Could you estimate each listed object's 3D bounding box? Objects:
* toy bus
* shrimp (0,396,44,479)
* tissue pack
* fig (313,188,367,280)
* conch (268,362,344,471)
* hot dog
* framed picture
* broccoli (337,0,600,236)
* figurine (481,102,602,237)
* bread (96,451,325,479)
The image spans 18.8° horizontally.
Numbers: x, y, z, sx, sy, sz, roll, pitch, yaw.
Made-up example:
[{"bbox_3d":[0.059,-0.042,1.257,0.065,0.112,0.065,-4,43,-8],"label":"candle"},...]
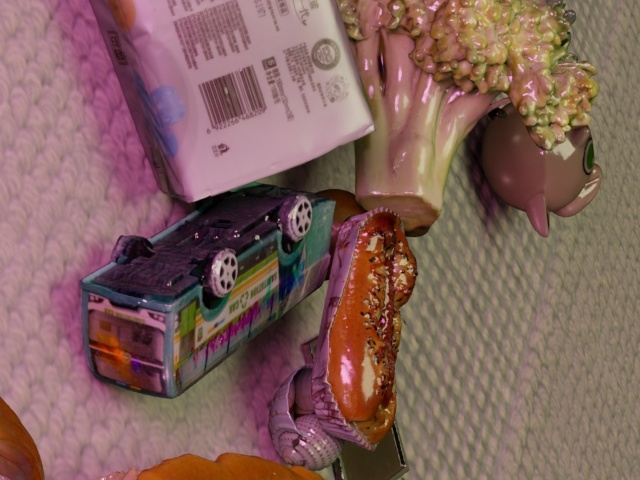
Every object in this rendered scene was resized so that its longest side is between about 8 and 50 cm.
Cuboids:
[{"bbox_3d":[-0.076,0.026,1.401,0.261,0.091,0.109,-34,133,-56],"label":"toy bus"},{"bbox_3d":[-0.218,0.131,1.089,0.150,0.068,0.249,39,14,-20],"label":"shrimp"},{"bbox_3d":[-0.081,-0.164,1.421,0.159,0.145,0.229,-23,104,-15],"label":"tissue pack"},{"bbox_3d":[0.000,0.000,1.568,0.088,0.074,0.074,-33,112,-28],"label":"fig"},{"bbox_3d":[-0.013,0.140,1.515,0.076,0.056,0.085,53,31,-17],"label":"conch"},{"bbox_3d":[0.037,0.066,1.494,0.108,0.059,0.191,45,47,-58],"label":"hot dog"},{"bbox_3d":[0.031,0.143,1.632,0.109,0.011,0.149,-25,102,-59],"label":"framed picture"},{"bbox_3d":[0.088,-0.120,1.598,0.263,0.247,0.243,18,64,-15],"label":"broccoli"},{"bbox_3d":[0.220,-0.084,1.915,0.125,0.125,0.138,-33,125,-58],"label":"figurine"},{"bbox_3d":[-0.078,0.232,1.313,0.245,0.121,0.174,17,65,-59],"label":"bread"}]
